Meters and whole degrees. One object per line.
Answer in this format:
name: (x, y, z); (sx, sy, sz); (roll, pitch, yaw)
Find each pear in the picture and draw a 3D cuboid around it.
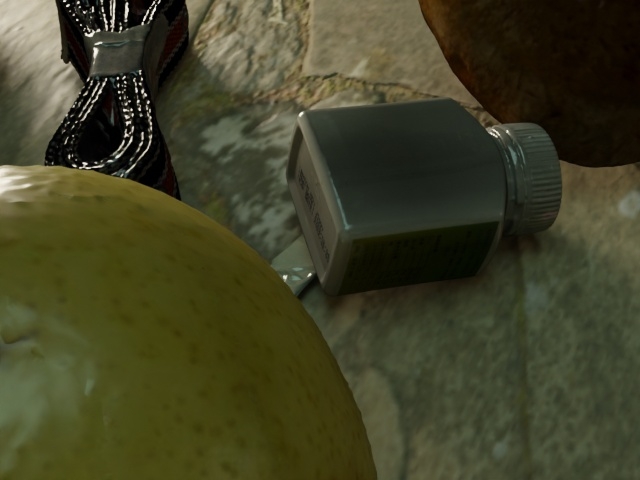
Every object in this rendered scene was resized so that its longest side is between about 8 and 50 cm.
pear: (-0.143, 0.128, 0.540); (0.348, 0.348, 0.348); (-1, 43, 1)

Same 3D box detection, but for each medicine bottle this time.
medicine bottle: (0.081, -0.039, 0.875); (0.188, 0.088, 0.132); (-7, 54, -16)

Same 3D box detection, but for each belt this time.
belt: (-0.172, -0.130, 0.993); (0.126, 0.094, 0.359); (-5, 44, -6)

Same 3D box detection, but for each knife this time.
knife: (0.000, 0.002, 0.903); (0.047, 0.017, 0.298); (23, 51, 28)

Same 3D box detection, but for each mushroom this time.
mushroom: (0.210, -0.206, 0.985); (0.263, 0.195, 0.283); (-5, 39, -22)
